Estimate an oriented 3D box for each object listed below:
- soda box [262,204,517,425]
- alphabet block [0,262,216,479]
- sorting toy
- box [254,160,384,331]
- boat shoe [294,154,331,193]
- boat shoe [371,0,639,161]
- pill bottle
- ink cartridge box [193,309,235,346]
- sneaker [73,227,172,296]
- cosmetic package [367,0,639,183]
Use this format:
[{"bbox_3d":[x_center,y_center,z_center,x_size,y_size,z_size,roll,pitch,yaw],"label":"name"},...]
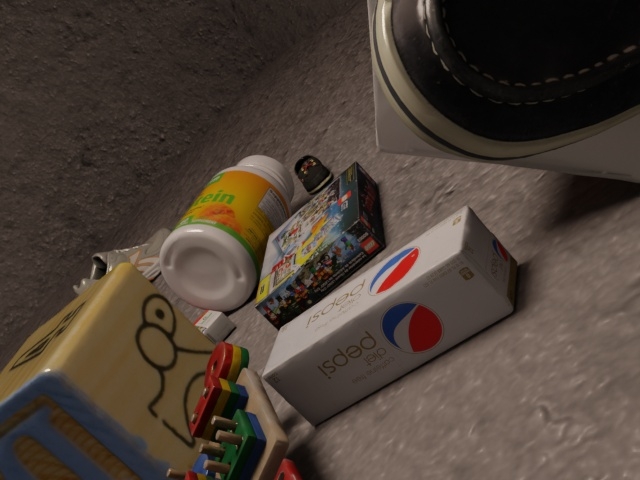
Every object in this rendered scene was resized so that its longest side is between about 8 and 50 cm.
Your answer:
[{"bbox_3d":[0.055,0.066,0.764,0.216,0.069,0.074,-36,17,29],"label":"soda box"},{"bbox_3d":[-0.228,0.177,0.965,0.193,0.192,0.197,-34,17,27],"label":"alphabet block"},{"bbox_3d":[-0.081,0.182,0.724,0.132,0.046,0.274,-66,21,9],"label":"sorting toy"},{"bbox_3d":[0.000,0.000,1.136,0.159,0.044,0.233,-40,15,15],"label":"box"},{"bbox_3d":[-0.015,-0.107,1.484,0.049,0.042,0.133,-41,16,1],"label":"boat shoe"},{"bbox_3d":[0.239,-0.226,0.518,0.500,0.186,0.156,-34,-5,-7],"label":"boat shoe"},{"bbox_3d":[-0.121,-0.022,1.330,0.136,0.136,0.245,-33,18,34],"label":"pill bottle"},{"bbox_3d":[-0.158,0.124,1.236,0.063,0.029,0.115,-48,16,-16],"label":"ink cartridge box"},{"bbox_3d":[-0.392,0.046,1.886,0.099,0.121,0.262,-27,22,46],"label":"sneaker"},{"bbox_3d":[0.219,-0.246,0.826,0.230,0.161,0.453,10,40,20],"label":"cosmetic package"}]
